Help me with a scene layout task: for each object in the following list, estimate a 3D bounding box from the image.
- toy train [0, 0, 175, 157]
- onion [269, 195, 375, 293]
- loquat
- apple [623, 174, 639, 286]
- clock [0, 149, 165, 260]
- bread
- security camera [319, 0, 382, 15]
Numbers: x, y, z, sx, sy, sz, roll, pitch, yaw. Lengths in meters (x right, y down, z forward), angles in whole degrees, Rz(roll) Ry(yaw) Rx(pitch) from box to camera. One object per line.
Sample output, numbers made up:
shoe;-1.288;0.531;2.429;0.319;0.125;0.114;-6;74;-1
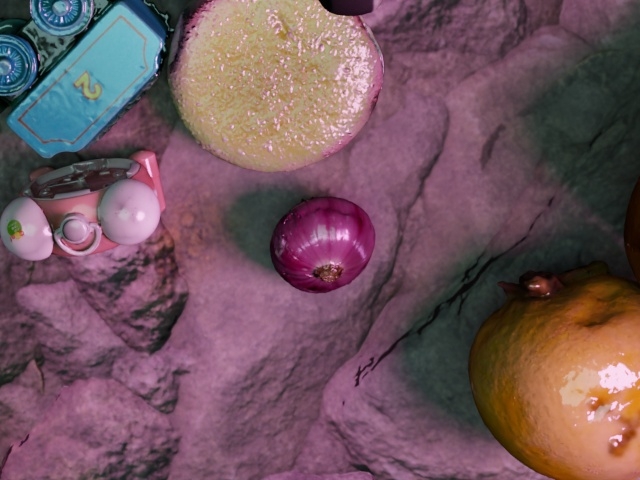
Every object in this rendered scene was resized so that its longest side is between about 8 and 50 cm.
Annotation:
toy train;-0.257;-0.189;1.894;0.163;0.112;0.203;43;104;-12
onion;0.000;0.000;1.934;0.115;0.115;0.104;-27;55;9
loquat;0.267;0.134;1.878;0.243;0.244;0.244;1;103;3
apple;0.484;-0.014;1.745;0.374;0.384;0.374;1;99;9
clock;-0.240;-0.026;1.904;0.165;0.162;0.093;-9;105;6
bread;-0.046;-0.179;1.904;0.228;0.033;0.229;-1;104;-6
security camera;0.101;-0.352;1.794;0.277;0.197;0.191;-25;65;-5
